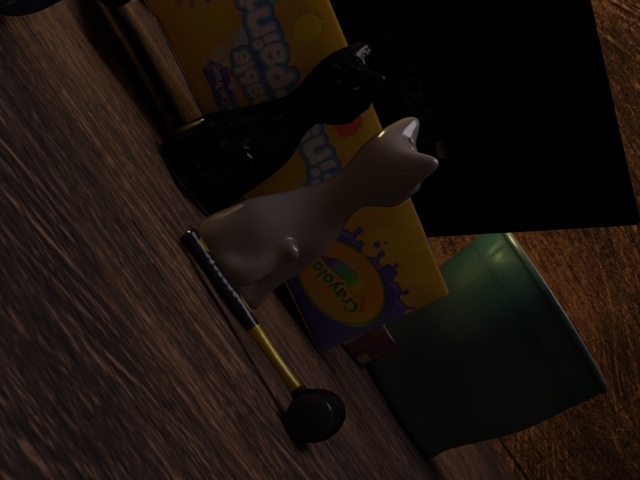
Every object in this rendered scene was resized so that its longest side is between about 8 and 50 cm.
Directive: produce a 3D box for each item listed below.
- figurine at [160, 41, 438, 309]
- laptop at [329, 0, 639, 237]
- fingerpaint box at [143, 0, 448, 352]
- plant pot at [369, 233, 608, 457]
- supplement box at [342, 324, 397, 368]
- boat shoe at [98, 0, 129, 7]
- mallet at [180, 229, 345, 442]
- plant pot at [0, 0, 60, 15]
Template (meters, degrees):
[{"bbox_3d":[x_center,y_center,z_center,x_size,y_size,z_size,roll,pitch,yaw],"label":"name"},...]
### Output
[{"bbox_3d":[-0.014,-0.067,1.149,0.092,0.209,0.215,54,6,-42],"label":"figurine"},{"bbox_3d":[0.136,-0.221,1.488,0.236,0.408,0.382,-66,143,-44],"label":"laptop"},{"bbox_3d":[-0.049,-0.167,1.425,0.371,0.163,0.444,-115,180,-59],"label":"fingerpaint box"},{"bbox_3d":[0.205,0.152,1.796,0.271,0.255,0.271,58,4,-6],"label":"plant pot"},{"bbox_3d":[0.053,0.115,1.661,0.043,0.055,0.083,61,4,39],"label":"supplement box"},{"bbox_3d":[-0.250,-0.322,1.355,0.066,0.066,0.183,55,-9,48],"label":"boat shoe"},{"bbox_3d":[-0.047,0.072,0.991,0.189,0.039,0.062,53,6,1],"label":"mallet"},{"bbox_3d":[-0.180,-0.303,0.860,0.236,0.236,0.212,60,-1,35],"label":"plant pot"}]
